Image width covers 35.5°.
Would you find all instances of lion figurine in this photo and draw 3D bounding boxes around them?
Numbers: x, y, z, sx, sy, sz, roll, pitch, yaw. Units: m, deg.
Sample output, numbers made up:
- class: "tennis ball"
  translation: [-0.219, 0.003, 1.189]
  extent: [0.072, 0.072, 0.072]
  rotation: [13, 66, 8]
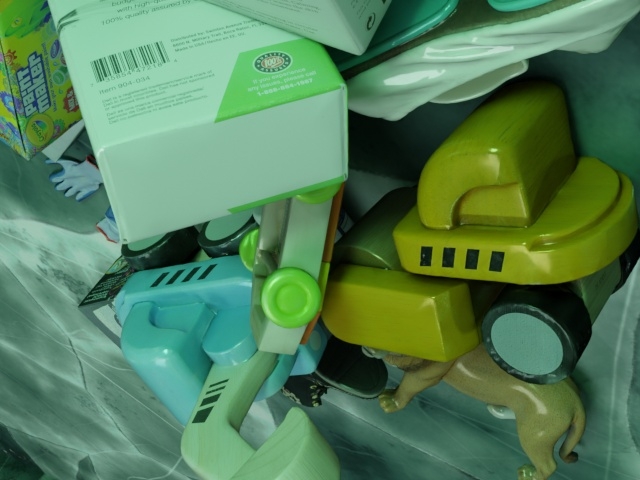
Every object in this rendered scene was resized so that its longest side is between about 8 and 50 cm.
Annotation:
- class: "lion figurine"
  translation: [0.211, 0.169, 1.277]
  extent: [0.392, 0.142, 0.240]
  rotation: [22, 142, -7]

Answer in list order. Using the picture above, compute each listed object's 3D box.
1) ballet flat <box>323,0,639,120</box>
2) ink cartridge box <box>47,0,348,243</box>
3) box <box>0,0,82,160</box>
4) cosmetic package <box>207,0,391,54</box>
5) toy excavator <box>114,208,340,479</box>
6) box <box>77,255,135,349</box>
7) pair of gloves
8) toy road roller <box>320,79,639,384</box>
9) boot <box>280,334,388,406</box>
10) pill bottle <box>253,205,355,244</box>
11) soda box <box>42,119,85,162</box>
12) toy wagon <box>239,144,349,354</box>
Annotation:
- class: "ballet flat"
  translation: [0.158, -0.191, 0.819]
  extent: [0.400, 0.139, 0.139]
  rotation: [-16, 124, 44]
- class: "ink cartridge box"
  translation: [-0.114, -0.152, 0.861]
  extent: [0.115, 0.198, 0.273]
  rotation: [86, 164, -49]
- class: "box"
  translation: [-0.371, -0.293, 1.080]
  extent: [0.279, 0.177, 0.290]
  rotation: [36, 150, 15]
- class: "cosmetic package"
  translation: [-0.067, -0.284, 0.642]
  extent: [0.196, 0.155, 0.365]
  rotation: [25, 172, 22]
- class: "toy excavator"
  translation: [-0.118, 0.164, 1.253]
  extent: [0.432, 0.445, 0.222]
  rotation: [-9, 130, 34]
- class: "box"
  translation: [-0.232, 0.134, 1.603]
  extent: [0.247, 0.142, 0.163]
  rotation: [47, 147, -21]
- class: "pair of gloves"
  translation: [-0.344, -0.062, 1.554]
  extent: [0.198, 0.023, 0.159]
  rotation: [46, 147, -20]
- class: "toy road roller"
  translation: [0.147, -0.025, 0.993]
  extent: [0.329, 0.202, 0.241]
  rotation: [5, 124, 37]
- class: "boot"
  translation: [0.007, 0.201, 1.530]
  extent: [0.236, 0.085, 0.179]
  rotation: [26, 151, 26]
- class: "pill bottle"
  translation: [0.000, 0.000, 1.248]
  extent: [0.094, 0.094, 0.169]
  rotation: [-7, 130, 48]
- class: "soda box"
  translation: [-0.334, -0.184, 1.333]
  extent: [0.074, 0.069, 0.216]
  rotation: [41, 149, -12]
- class: "toy wagon"
  translation: [-0.024, -0.062, 1.032]
  extent: [0.068, 0.345, 0.267]
  rotation: [9, -172, -11]
